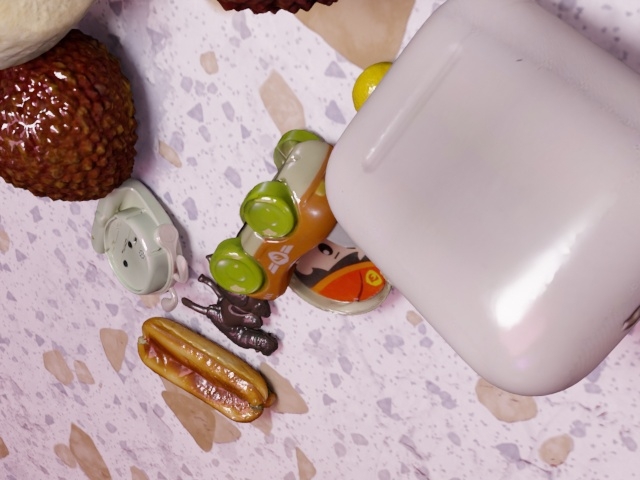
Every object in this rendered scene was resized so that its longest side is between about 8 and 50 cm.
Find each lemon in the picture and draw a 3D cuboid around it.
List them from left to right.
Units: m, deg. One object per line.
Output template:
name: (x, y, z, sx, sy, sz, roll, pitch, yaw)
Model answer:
lemon: (0.068, -0.166, 1.015, 0.062, 0.062, 0.083, 50, 132, 2)

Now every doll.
doll: (-0.120, 0.100, 1.344, 0.165, 0.057, 0.139, 43, 134, 1)

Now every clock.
clock: (-0.268, 0.014, 1.380, 0.191, 0.062, 0.151, 48, 137, 22)

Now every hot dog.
hot dog: (-0.183, 0.200, 1.449, 0.249, 0.068, 0.100, 29, 121, 19)

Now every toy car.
toy car: (0.000, 0.000, 1.145, 0.235, 0.145, 0.235, 11, 133, 12)

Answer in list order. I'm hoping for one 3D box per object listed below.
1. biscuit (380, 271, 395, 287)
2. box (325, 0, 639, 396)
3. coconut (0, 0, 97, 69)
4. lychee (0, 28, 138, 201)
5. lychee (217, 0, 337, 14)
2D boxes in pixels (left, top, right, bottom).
biscuit: (0.195, 0.059, 0.994, 0.265, 0.188, 0.040, 14, 99, -2)
box: (0.171, -0.053, 0.843, 0.289, 0.141, 0.349, -54, 52, 16)
coconut: (-0.433, -0.404, 1.047, 0.415, 0.344, 0.416, 7, 101, 34)
lychee: (-0.364, -0.168, 1.256, 0.235, 0.236, 0.271, 14, 143, 33)
lychee: (-0.036, -0.356, 0.828, 0.330, 0.306, 0.306, 60, 142, 29)
